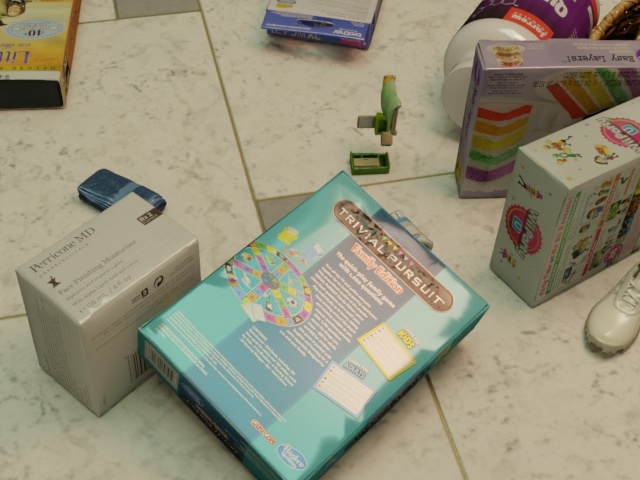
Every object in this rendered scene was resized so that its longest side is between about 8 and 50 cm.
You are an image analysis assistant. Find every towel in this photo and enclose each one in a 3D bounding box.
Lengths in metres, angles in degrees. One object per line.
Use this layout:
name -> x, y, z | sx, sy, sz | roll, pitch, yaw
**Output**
towel -> -0.284, -0.063, 1.438 | 0.119, 0.029, 0.067 | 25, 49, 20

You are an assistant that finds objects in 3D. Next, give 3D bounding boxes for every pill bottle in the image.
pill bottle -> 0.312, -0.306, 1.594 | 0.181, 0.181, 0.323 | 22, 49, 18

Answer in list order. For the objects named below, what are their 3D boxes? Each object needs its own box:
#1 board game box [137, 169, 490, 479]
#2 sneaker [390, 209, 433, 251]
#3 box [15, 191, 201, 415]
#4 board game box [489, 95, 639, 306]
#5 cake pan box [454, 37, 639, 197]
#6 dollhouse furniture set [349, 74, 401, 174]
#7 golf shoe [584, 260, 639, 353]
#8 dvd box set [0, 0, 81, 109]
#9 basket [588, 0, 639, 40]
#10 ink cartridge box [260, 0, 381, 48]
board game box -> -0.005, 0.106, 1.194 | 0.254, 0.079, 0.336 | 44, 62, 14
sneaker -> 0.082, 0.034, 1.337 | 0.083, 0.071, 0.190 | 36, 54, 21
box -> -0.244, 0.075, 1.200 | 0.119, 0.182, 0.181 | 33, 53, 25
board game box -> 0.386, -0.068, 1.339 | 0.303, 0.224, 0.097 | -24, 53, -24
cake pan box -> 0.334, -0.167, 1.419 | 0.266, 0.246, 0.070 | -1, 50, -5
dollhouse furniture set -> 0.077, -0.166, 1.470 | 0.058, 0.152, 0.076 | -1, 47, -5
golf shoe -> 0.402, 0.069, 1.304 | 0.069, 0.086, 0.176 | 31, 54, 22
dvd box set -> -0.567, -0.372, 1.701 | 0.307, 0.062, 0.420 | -2, 46, -4
basket -> 0.517, -0.287, 1.545 | 0.213, 0.223, 0.299 | 24, 50, 11
ink cartridge box -> 0.015, -0.433, 1.787 | 0.185, 0.065, 0.311 | 9, 44, 6
